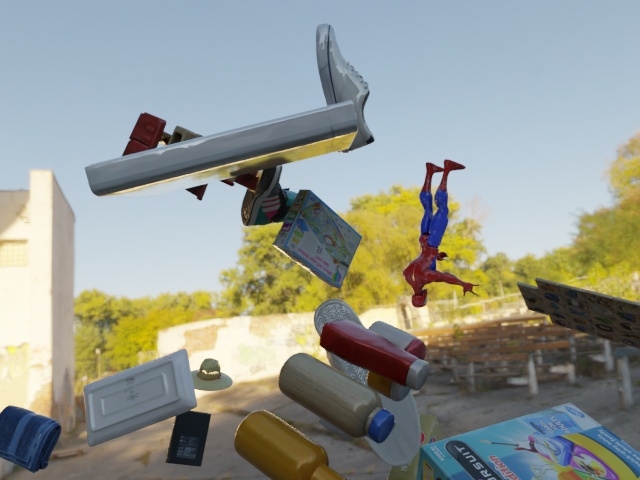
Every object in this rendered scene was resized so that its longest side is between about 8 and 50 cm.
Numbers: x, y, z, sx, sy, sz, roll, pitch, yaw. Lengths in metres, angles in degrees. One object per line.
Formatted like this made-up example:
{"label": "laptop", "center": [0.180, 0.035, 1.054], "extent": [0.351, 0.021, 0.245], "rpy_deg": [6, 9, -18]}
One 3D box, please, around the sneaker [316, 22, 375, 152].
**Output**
{"label": "sneaker", "center": [0.053, -0.311, 1.017], "extent": [0.092, 0.257, 0.094], "rpy_deg": [-11, 12, 11]}

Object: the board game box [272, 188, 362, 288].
{"label": "board game box", "center": [0.000, 0.000, 0.822], "extent": [0.026, 0.103, 0.154], "rpy_deg": [7, -24, 45]}

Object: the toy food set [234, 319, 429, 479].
{"label": "toy food set", "center": [0.048, 0.140, 0.447], "extent": [0.105, 0.111, 0.232], "rpy_deg": [20, 10, 36]}

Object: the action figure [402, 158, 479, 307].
{"label": "action figure", "center": [0.242, 0.000, 0.967], "extent": [0.139, 0.280, 0.091], "rpy_deg": [18, -5, -25]}

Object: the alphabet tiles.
{"label": "alphabet tiles", "center": [0.678, 0.186, 1.254], "extent": [0.343, 0.011, 0.285], "rpy_deg": [15, -20, 40]}

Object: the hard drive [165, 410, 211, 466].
{"label": "hard drive", "center": [-0.350, 0.524, 1.333], "extent": [0.094, 0.135, 0.022], "rpy_deg": [20, -26, -26]}

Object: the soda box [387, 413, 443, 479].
{"label": "soda box", "center": [0.196, 0.451, 1.031], "extent": [0.058, 0.061, 0.181], "rpy_deg": [-5, 32, 34]}

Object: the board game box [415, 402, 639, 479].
{"label": "board game box", "center": [0.363, 0.389, 0.775], "extent": [0.337, 0.079, 0.254], "rpy_deg": [-5, 20, -24]}

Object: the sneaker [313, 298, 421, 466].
{"label": "sneaker", "center": [0.086, 0.250, 0.906], "extent": [0.108, 0.292, 0.169], "rpy_deg": [-25, -18, -3]}

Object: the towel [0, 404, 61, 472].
{"label": "towel", "center": [-0.409, 0.269, 0.687], "extent": [0.120, 0.067, 0.029], "rpy_deg": [2, -24, 31]}

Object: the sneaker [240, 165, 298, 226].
{"label": "sneaker", "center": [-0.131, -0.149, 1.601], "extent": [0.179, 0.123, 0.295], "rpy_deg": [-3, -33, -29]}

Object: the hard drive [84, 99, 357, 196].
{"label": "hard drive", "center": [-0.127, -0.127, 0.751], "extent": [0.354, 0.047, 0.233], "rpy_deg": [-13, 4, 1]}

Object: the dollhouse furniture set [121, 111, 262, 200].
{"label": "dollhouse furniture set", "center": [-0.292, -0.168, 1.192], "extent": [0.374, 0.152, 0.201], "rpy_deg": [27, 5, 40]}

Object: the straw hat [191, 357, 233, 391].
{"label": "straw hat", "center": [-0.309, 0.363, 1.400], "extent": [0.145, 0.061, 0.144], "rpy_deg": [10, 8, -1]}

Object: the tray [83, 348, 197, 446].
{"label": "tray", "center": [-0.422, 0.355, 1.142], "extent": [0.271, 0.145, 0.030], "rpy_deg": [-21, -27, 4]}
